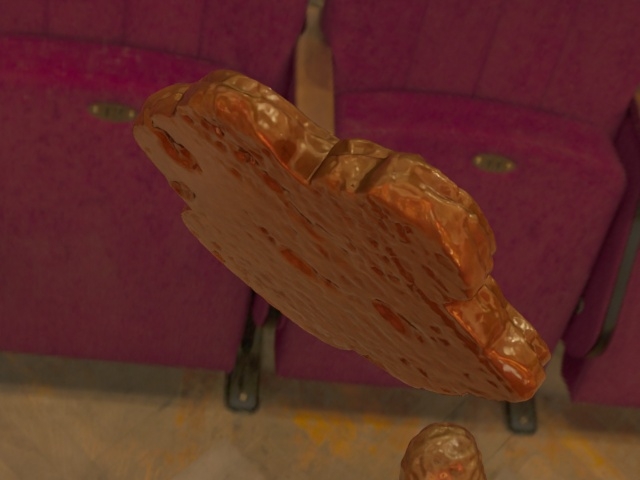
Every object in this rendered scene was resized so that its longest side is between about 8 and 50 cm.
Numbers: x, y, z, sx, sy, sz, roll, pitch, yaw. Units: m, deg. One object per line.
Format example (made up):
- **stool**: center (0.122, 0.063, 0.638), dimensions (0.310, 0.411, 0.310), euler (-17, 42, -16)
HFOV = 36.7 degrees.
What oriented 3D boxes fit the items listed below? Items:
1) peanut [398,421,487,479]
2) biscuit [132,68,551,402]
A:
- **peanut**: center (0.136, 0.313, 1.109), dimensions (0.108, 0.225, 0.095), euler (12, 20, 7)
- **biscuit**: center (0.003, -0.003, 0.594), dimensions (0.269, 0.376, 0.051), euler (41, 75, -11)
